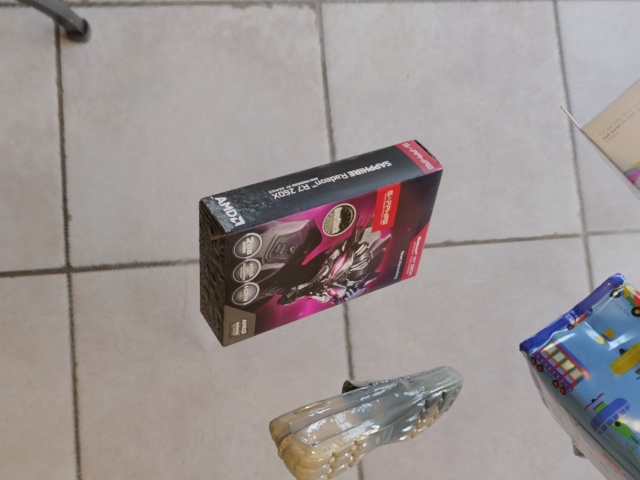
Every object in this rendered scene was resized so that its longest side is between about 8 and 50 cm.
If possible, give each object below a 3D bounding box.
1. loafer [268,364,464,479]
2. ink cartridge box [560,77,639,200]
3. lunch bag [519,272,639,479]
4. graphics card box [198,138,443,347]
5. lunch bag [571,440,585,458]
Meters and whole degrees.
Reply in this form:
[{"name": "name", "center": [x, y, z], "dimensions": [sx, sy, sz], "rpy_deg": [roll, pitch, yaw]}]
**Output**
[{"name": "loafer", "center": [0.075, 0.241, 1.134], "dimensions": [0.319, 0.112, 0.111], "rpy_deg": [-14, 46, -35]}, {"name": "ink cartridge box", "center": [0.482, -0.081, 1.036], "dimensions": [0.119, 0.353, 0.207], "rpy_deg": [-42, 127, 17]}, {"name": "lunch bag", "center": [0.331, 0.215, 0.826], "dimensions": [0.138, 0.293, 0.221], "rpy_deg": [-34, 55, -11]}, {"name": "graphics card box", "center": [0.000, 0.000, 1.185], "dimensions": [0.371, 0.233, 0.094], "rpy_deg": [-17, 48, -26]}, {"name": "lunch bag", "center": [0.487, 0.231, 1.092], "dimensions": [0.224, 0.279, 0.108], "rpy_deg": [-3, 67, -14]}]
